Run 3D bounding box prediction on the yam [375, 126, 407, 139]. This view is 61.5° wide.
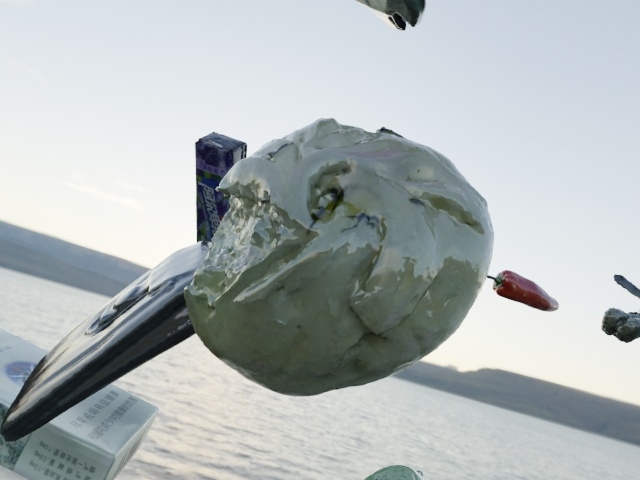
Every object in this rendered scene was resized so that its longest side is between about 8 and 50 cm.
[{"bbox_3d":[0.204,-0.124,1.117,0.259,0.106,0.106,34,-17,-19],"label":"yam"}]

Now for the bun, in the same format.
[{"bbox_3d":[0.000,0.000,0.399,0.237,0.210,0.116,-27,-36,3],"label":"bun"}]

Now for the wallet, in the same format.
[{"bbox_3d":[-0.209,0.090,0.557,0.052,0.245,0.168,57,-3,-23],"label":"wallet"}]

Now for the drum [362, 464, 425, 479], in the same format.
[{"bbox_3d":[0.129,0.328,0.636,0.253,0.130,0.049,-21,-78,51],"label":"drum"}]

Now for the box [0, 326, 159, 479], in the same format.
[{"bbox_3d":[-0.345,0.201,0.650,0.256,0.069,0.164,27,1,0],"label":"box"}]

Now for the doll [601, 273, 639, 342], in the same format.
[{"bbox_3d":[0.618,0.133,0.947,0.202,0.091,0.285,8,13,32],"label":"doll"}]

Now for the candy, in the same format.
[{"bbox_3d":[-0.204,-0.058,1.081,0.088,0.313,0.061,21,33,20],"label":"candy"}]

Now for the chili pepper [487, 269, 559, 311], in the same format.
[{"bbox_3d":[0.467,0.118,1.229,0.272,0.063,0.071,22,32,-24],"label":"chili pepper"}]

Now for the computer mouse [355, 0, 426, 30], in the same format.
[{"bbox_3d":[0.114,-0.691,1.244,0.429,0.145,0.228,49,-9,-24],"label":"computer mouse"}]
